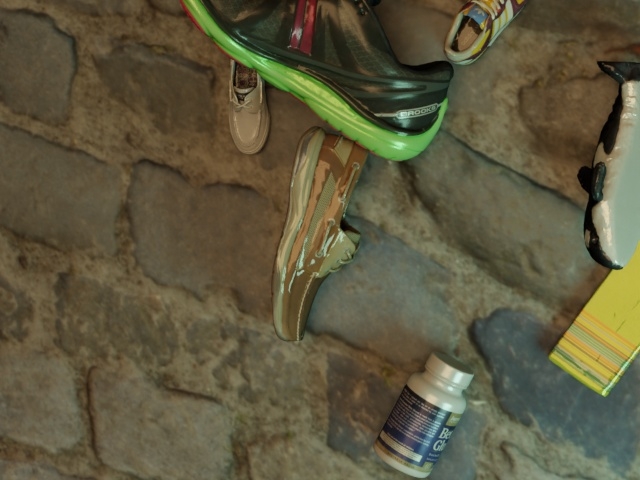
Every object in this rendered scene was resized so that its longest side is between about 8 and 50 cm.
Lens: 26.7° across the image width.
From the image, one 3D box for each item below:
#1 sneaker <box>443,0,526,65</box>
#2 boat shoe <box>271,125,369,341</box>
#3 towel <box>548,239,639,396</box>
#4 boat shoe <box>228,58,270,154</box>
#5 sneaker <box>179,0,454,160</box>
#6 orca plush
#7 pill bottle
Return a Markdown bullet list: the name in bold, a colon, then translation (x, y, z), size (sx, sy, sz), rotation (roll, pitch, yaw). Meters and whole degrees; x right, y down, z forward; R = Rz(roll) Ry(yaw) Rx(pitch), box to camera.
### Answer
- **sneaker**: translation (0.242, -0.330, 1.916), size (0.069, 0.084, 0.185), rotation (34, 101, 11)
- **boat shoe**: translation (0.000, 0.000, 1.978), size (0.116, 0.123, 0.324), rotation (11, 105, 2)
- **towel**: translation (0.433, 0.102, 1.919), size (0.102, 0.021, 0.237), rotation (36, 100, 5)
- **boat shoe**: translation (-0.110, -0.222, 2.026), size (0.066, 0.063, 0.184), rotation (8, 94, 15)
- **sneaker**: translation (-0.020, -0.310, 1.910), size (0.483, 0.185, 0.202), rotation (33, 98, -14)
- **orca plush**: translation (0.390, -0.105, 1.880), size (0.102, 0.151, 0.287), rotation (1, 96, 46)
- **pill bottle**: translation (0.154, 0.250, 1.959), size (0.094, 0.094, 0.169), rotation (29, 100, 12)
